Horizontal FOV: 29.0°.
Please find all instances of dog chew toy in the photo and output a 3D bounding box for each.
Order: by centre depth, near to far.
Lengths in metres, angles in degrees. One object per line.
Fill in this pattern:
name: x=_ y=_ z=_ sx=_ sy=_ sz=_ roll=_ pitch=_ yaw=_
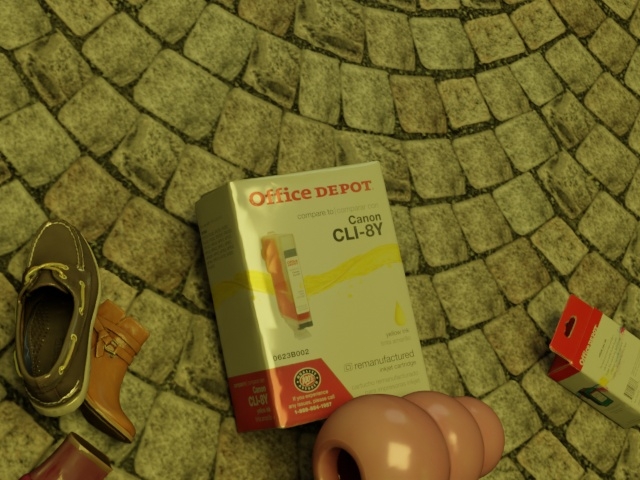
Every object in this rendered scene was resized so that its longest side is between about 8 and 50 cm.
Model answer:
dog chew toy: x=0.148 y=0.315 z=1.852 sx=0.331 sy=0.206 sz=0.207 roll=-9 pitch=72 yaw=-42

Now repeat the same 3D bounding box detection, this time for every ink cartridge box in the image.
ink cartridge box: x=-0.016 y=0.085 z=1.956 sx=0.279 sy=0.160 sz=0.385 roll=-9 pitch=84 yaw=-28
ink cartridge box: x=0.503 y=0.218 z=2.237 sx=0.231 sy=0.078 sz=0.134 roll=35 pitch=57 yaw=-8

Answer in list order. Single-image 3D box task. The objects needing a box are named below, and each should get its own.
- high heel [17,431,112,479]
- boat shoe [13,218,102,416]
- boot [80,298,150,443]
high heel: x=-0.281 y=0.452 z=1.766 sx=0.377 sy=0.127 sz=0.181 roll=43 pitch=86 yaw=-8
boat shoe: x=-0.389 y=0.093 z=1.809 sx=0.116 sy=0.097 sz=0.324 roll=-6 pitch=55 yaw=3
boot: x=-0.308 y=0.192 z=1.853 sx=0.197 sy=0.073 sz=0.152 roll=46 pitch=62 yaw=2
